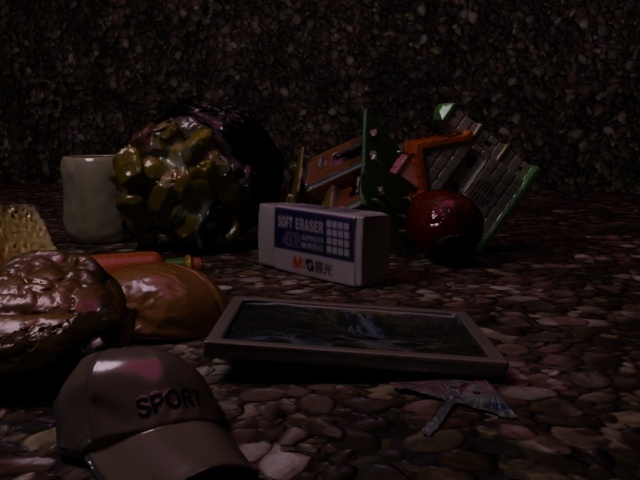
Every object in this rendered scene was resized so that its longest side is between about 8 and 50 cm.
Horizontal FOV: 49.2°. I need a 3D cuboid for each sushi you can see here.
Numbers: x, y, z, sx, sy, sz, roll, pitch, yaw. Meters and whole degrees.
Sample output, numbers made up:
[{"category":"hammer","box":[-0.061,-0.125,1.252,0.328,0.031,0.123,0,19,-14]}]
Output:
[{"category":"sushi","box":[-0.269,-0.120,1.520,0.329,0.328,0.285,14,25,5]}]

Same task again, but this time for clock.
[{"category":"clock","box":[0.289,-0.138,1.476,0.255,0.220,0.106,35,3,-14]}]

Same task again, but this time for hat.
[{"category":"hat","box":[-0.118,0.136,0.554,0.147,0.085,0.175,-6,9,-35]}]

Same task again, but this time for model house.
[{"category":"model house","box":[0.060,-0.047,1.599,0.324,0.340,0.300,-22,41,27]}]

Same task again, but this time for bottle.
[{"category":"bottle","box":[-0.288,0.051,1.156,0.187,0.069,0.069,-2,9,-21]}]

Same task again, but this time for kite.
[{"category":"kite","box":[0.122,0.155,0.675,0.137,0.005,0.152,8,12,36]}]

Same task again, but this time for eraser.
[{"category":"eraser","box":[0.000,0.000,1.267,0.081,0.124,0.279,-8,12,-42]}]

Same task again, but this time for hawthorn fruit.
[{"category":"hawthorn fruit","box":[0.233,-0.035,1.371,0.148,0.148,0.172,-9,30,-42]}]

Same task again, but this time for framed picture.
[{"category":"framed picture","box":[0.038,0.109,0.841,0.324,0.020,0.240,4,7,2]}]

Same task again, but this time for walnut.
[{"category":"walnut","box":[-0.225,0.074,0.944,0.211,0.087,0.167,2,12,12]}]

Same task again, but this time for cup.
[{"category":"cup","box":[-0.542,-0.106,1.703,0.173,0.202,0.255,-4,10,-23]}]

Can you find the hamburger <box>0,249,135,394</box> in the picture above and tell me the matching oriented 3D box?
[{"category":"hamburger","box":[-0.304,0.085,0.765,0.183,0.130,0.206,-4,12,-5]}]

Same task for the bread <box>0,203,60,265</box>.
[{"category":"bread","box":[-0.523,0.040,1.091,0.178,0.142,0.266,46,25,15]}]
